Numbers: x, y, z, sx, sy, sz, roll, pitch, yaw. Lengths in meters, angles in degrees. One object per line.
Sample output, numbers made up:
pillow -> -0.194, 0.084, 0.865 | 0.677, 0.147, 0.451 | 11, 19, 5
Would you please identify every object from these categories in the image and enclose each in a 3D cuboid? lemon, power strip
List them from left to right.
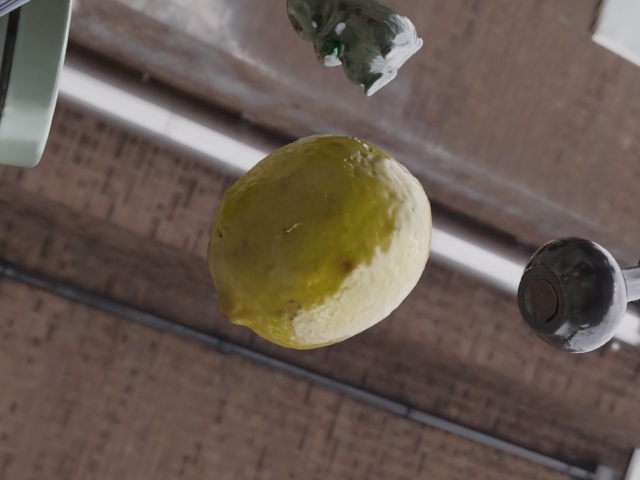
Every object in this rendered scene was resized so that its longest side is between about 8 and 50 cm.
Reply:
power strip -> -0.414, -0.276, 1.995 | 0.357, 0.161, 0.358 | -171, -90, -75
lemon -> -0.002, 0.002, 1.898 | 0.260, 0.284, 0.261 | 165, -90, -80

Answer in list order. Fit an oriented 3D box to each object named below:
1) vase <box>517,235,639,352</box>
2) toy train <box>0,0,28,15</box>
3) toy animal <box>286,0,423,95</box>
vase -> 0.292, 0.050, 1.616 | 0.120, 0.183, 0.120 | 14, -72, 49
toy train -> -0.274, -0.238, 1.383 | 0.252, 0.055, 0.048 | -22, -147, 29
toy animal -> 0.016, -0.319, 2.194 | 0.251, 0.127, 0.125 | 41, -75, 16
